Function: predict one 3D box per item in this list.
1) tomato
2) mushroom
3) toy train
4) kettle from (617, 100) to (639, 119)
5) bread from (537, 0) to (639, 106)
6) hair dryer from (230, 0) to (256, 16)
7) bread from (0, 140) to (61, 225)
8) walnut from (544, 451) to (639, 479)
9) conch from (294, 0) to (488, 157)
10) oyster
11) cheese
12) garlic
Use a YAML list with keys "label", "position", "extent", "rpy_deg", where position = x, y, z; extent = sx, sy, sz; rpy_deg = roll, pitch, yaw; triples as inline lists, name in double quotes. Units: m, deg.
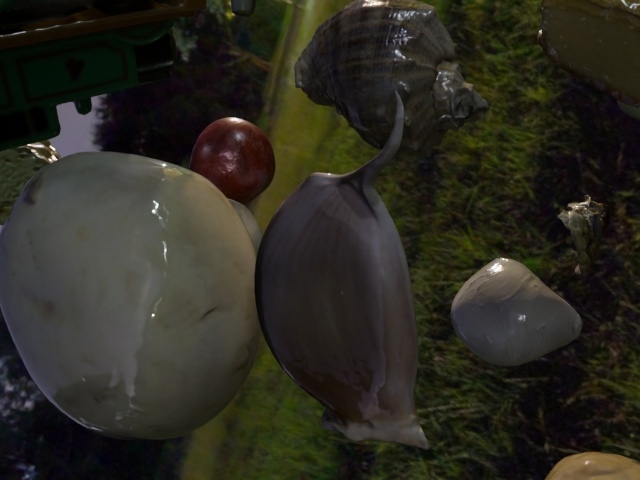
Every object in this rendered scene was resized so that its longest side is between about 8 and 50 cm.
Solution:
- label: "tomato"
  position: [-0.166, -0.137, 1.261]
  extent: [0.187, 0.151, 0.187]
  rpy_deg: [11, -90, -88]
- label: "mushroom"
  position: [-0.170, 0.038, 0.736]
  extent: [0.336, 0.314, 0.314]
  rpy_deg: [-33, -27, -58]
- label: "toy train"
  position: [-0.323, -0.251, 0.774]
  extent: [0.178, 0.429, 0.249]
  rpy_deg: [38, 139, 40]
- label: "kettle"
  position: [0.906, -0.383, 1.682]
  extent: [0.255, 0.240, 0.165]
  rpy_deg: [-51, -44, -71]
- label: "bread"
  position: [0.466, -0.297, 0.747]
  extent: [0.333, 0.323, 0.143]
  rpy_deg: [-53, -20, -12]
- label: "hair dryer"
  position: [-0.084, -0.414, 1.004]
  extent: [0.154, 0.054, 0.106]
  rpy_deg: [1, 92, 45]
- label: "bread"
  position: [-0.681, -0.145, 1.435]
  extent: [0.252, 0.238, 0.196]
  rpy_deg: [31, 98, 55]
- label: "walnut"
  position: [0.545, 0.592, 1.210]
  extent: [0.381, 0.381, 0.381]
  rpy_deg: [-161, 90, -77]
- label: "conch"
  position: [0.097, -0.221, 0.942]
  extent: [0.210, 0.291, 0.159]
  rpy_deg: [90, -171, -45]
- label: "oyster"
  position: [0.650, -0.031, 1.599]
  extent: [0.233, 0.107, 0.162]
  rpy_deg: [-55, -46, -51]
- label: "cheese"
  position: [0.331, 0.130, 1.149]
  extent: [0.198, 0.189, 0.154]
  rpy_deg: [46, 164, 35]
- label: "garlic"
  position: [0.012, 0.017, 0.518]
  extent: [0.128, 0.148, 0.267]
  rpy_deg: [-54, -41, -59]
